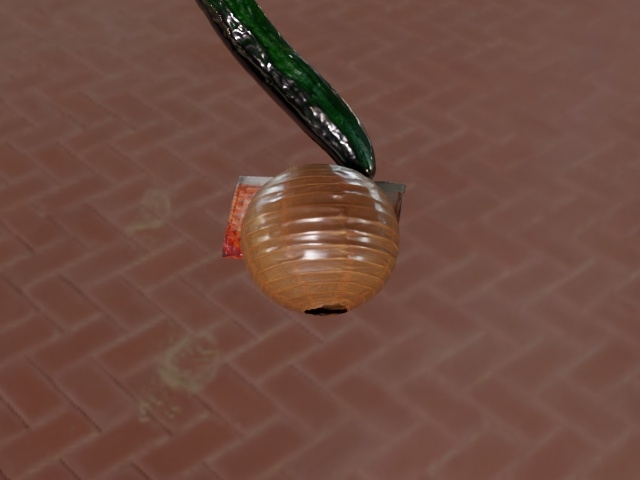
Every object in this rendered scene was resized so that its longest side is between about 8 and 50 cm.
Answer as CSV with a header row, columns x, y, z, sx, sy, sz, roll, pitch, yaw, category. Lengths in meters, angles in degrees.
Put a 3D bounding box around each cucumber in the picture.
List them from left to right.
x,y,z,sx,sy,sz,roll,pitch,yaw,category
-0.040,-0.161,1.027,0.056,0.056,0.284,-36,86,-39,cucumber

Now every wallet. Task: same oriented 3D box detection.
x,y,z,sx,sy,sz,roll,pitch,yaw,category
-0.009,-0.023,1.248,0.196,0.020,0.103,3,64,18,wallet

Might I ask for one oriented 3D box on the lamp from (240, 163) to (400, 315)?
x,y,z,sx,sy,sz,roll,pitch,yaw,category
0.000,0.000,0.961,0.136,0.136,0.136,1,37,0,lamp
